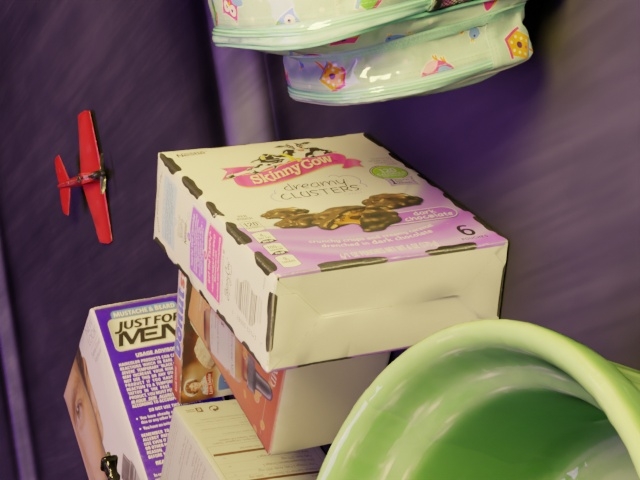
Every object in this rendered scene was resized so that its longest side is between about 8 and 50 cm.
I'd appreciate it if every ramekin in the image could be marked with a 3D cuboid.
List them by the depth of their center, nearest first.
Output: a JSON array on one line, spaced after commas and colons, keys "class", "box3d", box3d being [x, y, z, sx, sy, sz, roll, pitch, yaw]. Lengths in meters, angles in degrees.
[{"class": "ramekin", "box3d": [0.120, 0.199, 0.744, 0.303, 0.148, 0.303, -30, 54, 52]}]

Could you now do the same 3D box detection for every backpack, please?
[{"class": "backpack", "box3d": [0.025, -0.152, 0.874, 0.166, 0.188, 0.144, 20, 115, 61]}]

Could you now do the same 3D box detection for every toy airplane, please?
[{"class": "toy airplane", "box3d": [-0.267, -0.069, 1.686, 0.151, 0.028, 0.151, 33, 128, 57]}]

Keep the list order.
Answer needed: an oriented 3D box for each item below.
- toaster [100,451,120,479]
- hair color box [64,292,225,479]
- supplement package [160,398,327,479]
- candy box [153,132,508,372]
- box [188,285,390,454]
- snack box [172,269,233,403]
[{"class": "toaster", "box3d": [-0.196, 0.310, 1.278, 0.146, 0.129, 0.227, 113, 154, -57]}, {"class": "hair color box", "box3d": [-0.142, 0.243, 1.437, 0.185, 0.110, 0.339, 117, 139, -52]}, {"class": "supplement package", "box3d": [-0.048, 0.221, 1.229, 0.179, 0.105, 0.105, 49, 134, 48]}, {"class": "candy box", "box3d": [0.000, 0.000, 0.998, 0.196, 0.164, 0.070, 43, 134, 52]}, {"class": "box", "box3d": [-0.024, 0.055, 1.151, 0.170, 0.091, 0.130, 54, 143, 45]}, {"class": "snack box", "box3d": [-0.094, 0.060, 1.327, 0.022, 0.064, 0.178, 45, 137, 50]}]
